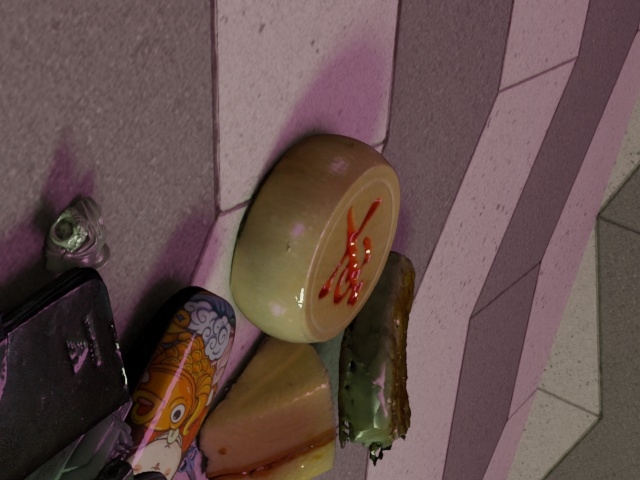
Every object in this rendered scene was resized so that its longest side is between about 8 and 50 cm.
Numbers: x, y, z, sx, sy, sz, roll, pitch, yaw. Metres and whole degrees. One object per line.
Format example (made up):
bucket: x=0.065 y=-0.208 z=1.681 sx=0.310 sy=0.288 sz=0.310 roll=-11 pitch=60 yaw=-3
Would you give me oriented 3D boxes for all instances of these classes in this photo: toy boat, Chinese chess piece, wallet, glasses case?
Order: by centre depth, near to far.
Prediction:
wallet: x=-0.281 y=0.155 z=0.994 sx=0.318 sy=0.045 sz=0.172 roll=-37 pitch=141 yaw=-38
toy boat: x=-0.251 y=0.248 z=1.139 sx=0.260 sy=0.085 sz=0.078 roll=-60 pitch=158 yaw=-13
glasses case: x=-0.181 y=0.196 z=1.248 sx=0.321 sy=0.082 sz=0.122 roll=-63 pitch=161 yaw=-8
Chinese chess piece: x=0.000 y=0.000 z=1.439 sx=0.251 sy=0.097 sz=0.250 roll=-48 pitch=151 yaw=-38

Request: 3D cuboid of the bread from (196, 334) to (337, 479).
bread: x=-0.082 y=0.221 z=1.571 sx=0.178 sy=0.135 sz=0.240 roll=-22 pitch=144 yaw=-12

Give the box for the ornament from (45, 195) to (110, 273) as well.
ornament: x=-0.207 y=-0.002 z=1.051 sx=0.068 sy=0.041 sz=0.092 roll=-65 pitch=168 yaw=13

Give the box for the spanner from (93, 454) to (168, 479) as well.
spanner: x=-0.251 y=0.247 z=1.047 sx=0.325 sy=0.026 sz=0.093 roll=-13 pitch=132 yaw=-48

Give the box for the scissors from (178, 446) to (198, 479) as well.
scissors: x=-0.155 y=0.278 z=1.487 sx=0.036 sy=0.006 sz=0.083 roll=-50 pitch=153 yaw=-30

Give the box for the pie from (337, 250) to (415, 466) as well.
pie: x=0.085 y=0.158 z=1.706 sx=0.371 sy=0.078 sz=0.296 roll=56 pitch=40 yaw=-74
